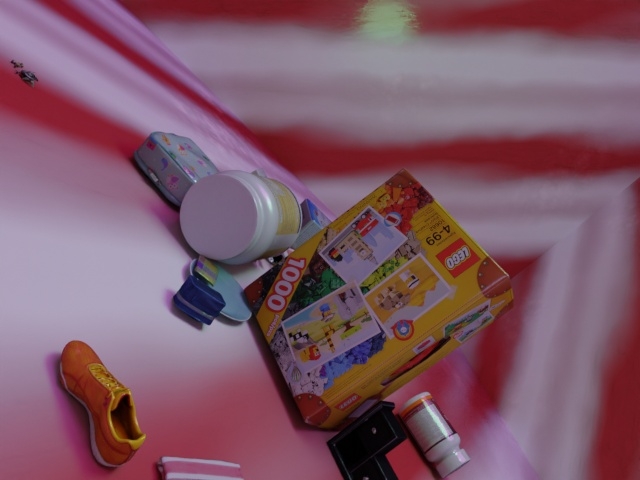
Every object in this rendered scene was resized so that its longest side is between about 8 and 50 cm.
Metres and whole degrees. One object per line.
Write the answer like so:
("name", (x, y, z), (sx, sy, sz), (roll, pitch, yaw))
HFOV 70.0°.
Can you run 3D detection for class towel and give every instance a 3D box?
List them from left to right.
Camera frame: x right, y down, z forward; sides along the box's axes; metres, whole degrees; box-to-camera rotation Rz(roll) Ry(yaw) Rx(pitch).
("towel", (-0.261, 0.068, 1.050), (0.060, 0.009, 0.083), (44, 13, -21))
("towel", (-0.138, 0.375, 0.588), (0.144, 0.029, 0.197), (36, 14, -43))

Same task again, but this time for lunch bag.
("lunch bag", (-0.388, -0.192, 1.310), (0.224, 0.107, 0.279), (51, 13, 1))
("lunch bag", (-0.243, 0.125, 0.918), (0.098, 0.065, 0.067), (40, -2, -28))

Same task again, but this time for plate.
("plate", (-0.235, 0.118, 1.063), (0.188, 0.024, 0.188), (44, 13, -13))

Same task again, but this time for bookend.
("bookend", (0.121, 0.448, 0.950), (0.072, 0.156, 0.157), (33, 20, -52))

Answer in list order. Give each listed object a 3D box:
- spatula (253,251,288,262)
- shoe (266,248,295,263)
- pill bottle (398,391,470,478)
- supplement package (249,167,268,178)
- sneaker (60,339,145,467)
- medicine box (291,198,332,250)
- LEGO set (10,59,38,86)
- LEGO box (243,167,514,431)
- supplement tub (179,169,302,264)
("spatula", (-0.179, -0.002, 1.487), (0.168, 0.019, 0.242), (9, 32, -29))
("shoe", (-0.131, 0.057, 1.546), (0.178, 0.063, 0.081), (34, 19, -32))
("pill bottle", (0.342, 0.585, 1.381), (0.121, 0.121, 0.221), (31, 21, -54))
("supplement package", (-0.227, -0.166, 1.712), (0.180, 0.105, 0.105), (61, 9, -8))
("sneaker", (-0.272, 0.195, 0.583), (0.175, 0.067, 0.064), (50, 14, 19))
("medicine box", (0.000, 0.000, 1.973), (0.289, 0.149, 0.264), (42, 13, -22))
("LEGO set", (-0.696, -0.399, 1.081), (0.083, 0.023, 0.054), (47, 12, -4))
("LEGO box", (0.121, 0.135, 1.078), (0.373, 0.500, 0.193), (56, 5, 36))
("supplement tub", (-0.201, -0.061, 1.231), (0.241, 0.241, 0.331), (49, 12, 8))
